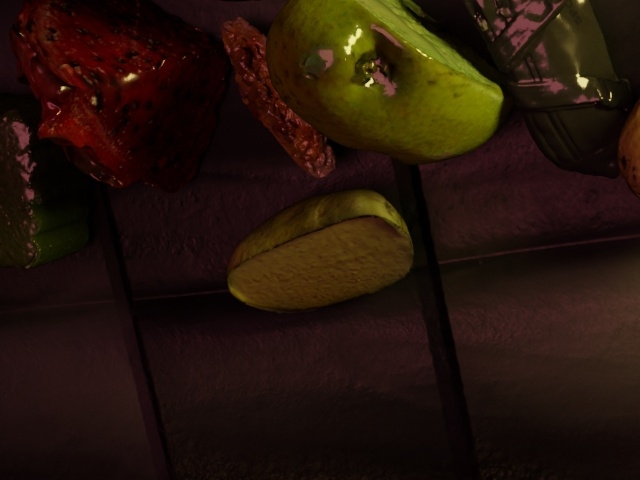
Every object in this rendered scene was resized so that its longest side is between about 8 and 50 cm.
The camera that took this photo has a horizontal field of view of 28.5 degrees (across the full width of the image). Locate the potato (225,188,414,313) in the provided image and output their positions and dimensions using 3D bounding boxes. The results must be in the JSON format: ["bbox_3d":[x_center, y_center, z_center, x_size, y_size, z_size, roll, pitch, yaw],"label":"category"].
[{"bbox_3d":[0.000,0.000,1.663,0.271,0.160,0.111,-23,49,28],"label":"potato"}]

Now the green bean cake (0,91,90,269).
[{"bbox_3d":[-0.476,-0.092,1.861,0.249,0.156,0.247,7,107,26],"label":"green bean cake"}]

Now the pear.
[{"bbox_3d":[0.059,-0.192,1.491,0.286,0.282,0.176,41,109,13],"label":"pear"}]

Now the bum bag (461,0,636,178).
[{"bbox_3d":[0.276,-0.211,1.457,0.142,0.080,0.326,-27,108,14],"label":"bum bag"}]

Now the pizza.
[{"bbox_3d":[-0.064,-0.184,1.653,0.246,0.058,0.127,59,161,-1],"label":"pizza"}]

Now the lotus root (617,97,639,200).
[{"bbox_3d":[0.445,-0.150,1.381,0.160,0.146,0.284,31,124,-5],"label":"lotus root"}]

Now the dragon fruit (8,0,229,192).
[{"bbox_3d":[-0.326,-0.194,1.669,0.286,0.329,0.228,32,122,15],"label":"dragon fruit"}]
